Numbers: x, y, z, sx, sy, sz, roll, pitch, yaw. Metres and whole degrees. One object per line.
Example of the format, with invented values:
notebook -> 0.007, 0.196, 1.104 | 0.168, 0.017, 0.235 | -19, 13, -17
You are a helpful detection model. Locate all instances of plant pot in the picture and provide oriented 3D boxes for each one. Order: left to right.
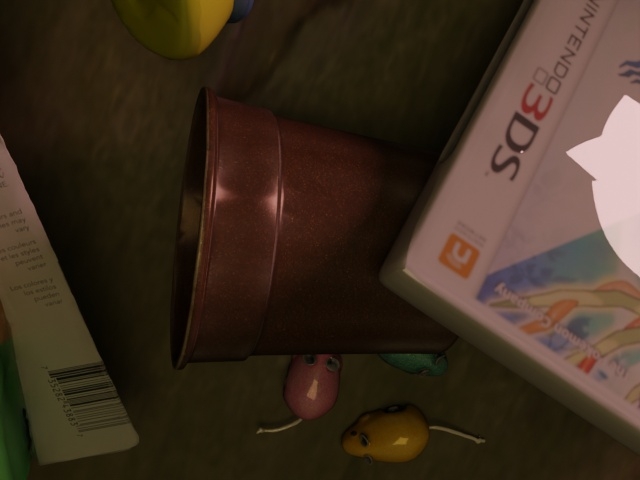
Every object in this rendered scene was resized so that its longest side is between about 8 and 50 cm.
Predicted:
plant pot -> 0.000, 0.000, 0.594 | 0.165, 0.167, 0.167 | 5, 102, -13

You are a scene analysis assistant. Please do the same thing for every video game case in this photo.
video game case -> 0.234, -0.013, 0.586 | 0.329, 0.036, 0.300 | 34, 68, -10

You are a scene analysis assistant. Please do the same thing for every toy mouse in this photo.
toy mouse -> 0.030, 0.091, 0.672 | 0.161, 0.031, 0.143 | -8, 103, -1

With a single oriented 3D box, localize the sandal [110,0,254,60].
sandal -> -0.089, -0.267, 0.556 | 0.138, 0.126, 0.317 | -24, 100, -29

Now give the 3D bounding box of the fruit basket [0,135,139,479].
fruit basket -> -0.310, 0.023, 0.538 | 0.327, 0.165, 0.353 | -16, 117, 1
